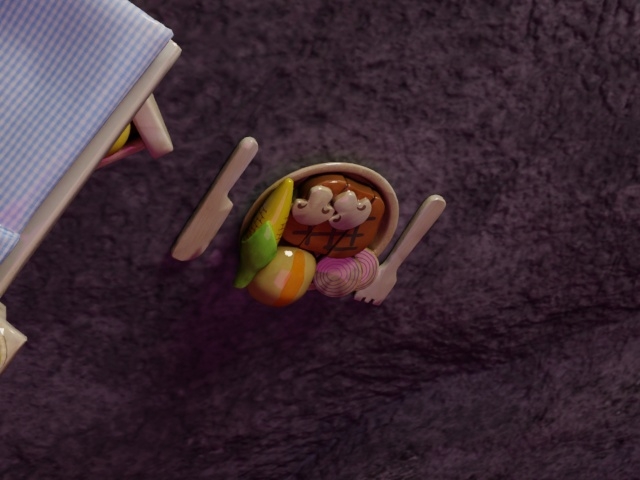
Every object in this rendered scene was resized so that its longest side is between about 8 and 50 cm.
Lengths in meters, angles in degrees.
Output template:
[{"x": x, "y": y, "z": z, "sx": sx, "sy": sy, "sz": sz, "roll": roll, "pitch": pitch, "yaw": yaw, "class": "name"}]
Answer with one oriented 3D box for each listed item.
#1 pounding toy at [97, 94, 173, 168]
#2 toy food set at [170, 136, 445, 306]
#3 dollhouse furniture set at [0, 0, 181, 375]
[{"x": -0.131, "y": -0.149, "z": 0.699, "sx": 0.154, "sy": 0.154, "sz": 0.270, "roll": -23, "pitch": 136, "yaw": 0, "class": "pounding toy"}, {"x": 0.000, "y": 0.000, "z": 0.971, "sx": 0.192, "sy": 0.039, "sz": 0.132, "roll": 14, "pitch": 124, "yaw": -32, "class": "toy food set"}, {"x": -0.185, "y": -0.121, "z": 0.512, "sx": 0.286, "sy": 0.303, "sz": 0.198, "roll": -52, "pitch": 175, "yaw": 1, "class": "dollhouse furniture set"}]
